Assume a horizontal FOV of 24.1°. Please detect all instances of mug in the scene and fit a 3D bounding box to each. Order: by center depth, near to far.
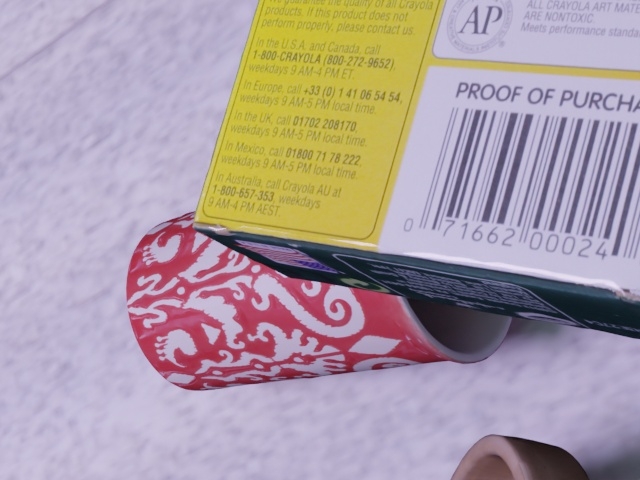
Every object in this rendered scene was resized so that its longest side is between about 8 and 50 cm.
[{"bbox_3d":[0.003,0.009,0.754,0.169,0.150,0.113,-15,112,35],"label":"mug"}]

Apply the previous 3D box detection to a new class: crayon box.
[{"bbox_3d":[0.091,-0.131,0.575,0.202,0.081,0.318,10,79,35],"label":"crayon box"}]

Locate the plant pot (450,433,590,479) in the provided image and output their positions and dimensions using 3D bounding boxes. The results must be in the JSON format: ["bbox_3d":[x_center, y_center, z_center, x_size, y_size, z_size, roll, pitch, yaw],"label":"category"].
[{"bbox_3d":[0.103,0.203,0.611,0.110,0.237,0.237,9,88,-7],"label":"plant pot"}]
